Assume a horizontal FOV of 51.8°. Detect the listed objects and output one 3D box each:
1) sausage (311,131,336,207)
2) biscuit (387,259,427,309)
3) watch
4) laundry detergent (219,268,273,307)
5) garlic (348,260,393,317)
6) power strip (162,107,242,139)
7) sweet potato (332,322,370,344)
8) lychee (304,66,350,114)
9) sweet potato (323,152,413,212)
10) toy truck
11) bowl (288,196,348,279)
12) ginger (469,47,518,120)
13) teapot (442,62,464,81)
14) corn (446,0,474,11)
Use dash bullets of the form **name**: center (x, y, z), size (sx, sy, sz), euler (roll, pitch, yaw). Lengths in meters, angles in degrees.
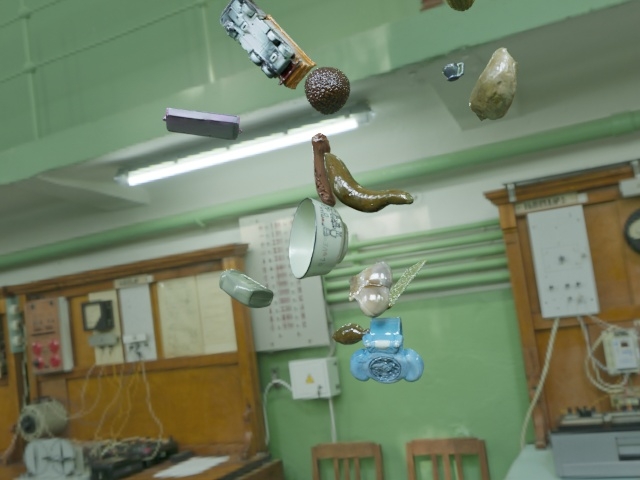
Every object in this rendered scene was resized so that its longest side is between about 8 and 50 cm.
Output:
- **sausage**: center (0.010, -0.255, 2.433), size (0.078, 0.304, 0.078), euler (-5, 30, 3)
- **biscuit**: center (0.274, 0.160, 2.264), size (0.231, 0.016, 0.139), euler (-49, 5, -27)
- **watch**: center (0.194, 0.305, 1.913), size (0.211, 0.211, 0.193), euler (-9, 27, 14)
- **laundry detergent**: center (-0.317, 0.185, 2.664), size (0.181, 0.091, 0.253), euler (9, 13, -47)
- **garlic**: center (0.154, 0.143, 1.878), size (0.124, 0.174, 0.099), euler (-28, -46, 35)
- **power strip**: center (-0.418, -0.415, 2.349), size (0.279, 0.037, 0.109), euler (6, -26, -8)
- **sweet potato**: center (0.123, 0.325, 2.302), size (0.269, 0.075, 0.074), euler (-15, -8, 42)
- **lychee**: center (0.029, -0.591, 2.576), size (0.194, 0.194, 0.194), euler (-8, -5, -1)
- **sweet potato**: center (0.104, -0.136, 1.789), size (0.079, 0.108, 0.346), euler (-5, 28, -45)
- **toy truck**: center (-0.146, -0.545, 1.810), size (0.114, 0.270, 0.135), euler (-43, -2, 23)
- **bowl**: center (0.000, 0.000, 1.914), size (0.126, 0.238, 0.238), euler (8, -10, -21)
- **ginger**: center (0.584, -0.505, 2.196), size (0.138, 0.267, 0.152), euler (25, 34, 9)
- **teapot**: center (0.518, -0.652, 2.549), size (0.088, 0.057, 0.066), euler (-20, -14, 32)
- **corn**: center (0.315, -0.618, 1.550), size (0.080, 0.080, 0.238), euler (-10, -13, 18)
